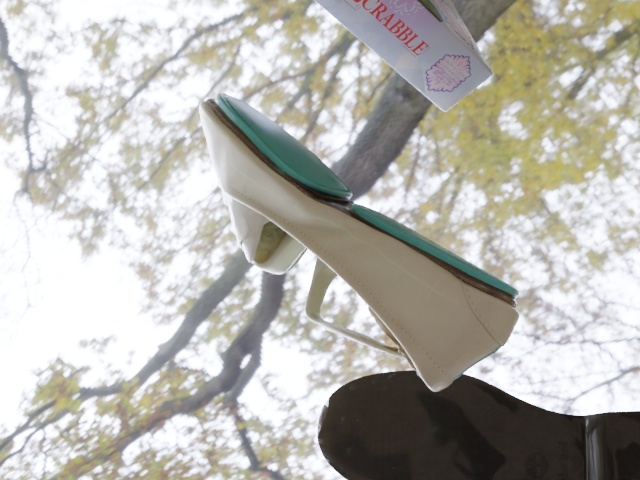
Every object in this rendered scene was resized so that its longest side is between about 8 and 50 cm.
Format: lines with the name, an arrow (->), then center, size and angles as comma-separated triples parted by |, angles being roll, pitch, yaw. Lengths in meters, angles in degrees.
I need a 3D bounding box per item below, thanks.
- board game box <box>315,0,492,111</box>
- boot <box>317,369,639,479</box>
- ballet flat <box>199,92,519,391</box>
board game box -> 0.004, -0.312, 0.989 | 0.318, 0.066, 0.319 | 30, -150, -47
boot -> 0.149, 0.171, 0.804 | 0.305, 0.115, 0.112 | 6, -108, 16
ballet flat -> 0.000, 0.000, 0.610 | 0.086, 0.086, 0.248 | -27, -131, -35
